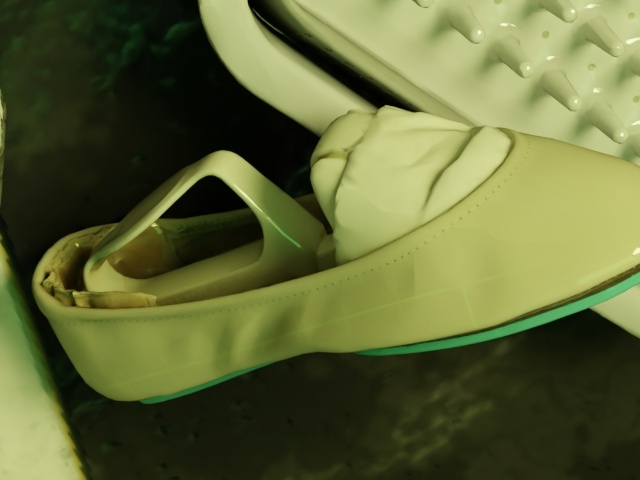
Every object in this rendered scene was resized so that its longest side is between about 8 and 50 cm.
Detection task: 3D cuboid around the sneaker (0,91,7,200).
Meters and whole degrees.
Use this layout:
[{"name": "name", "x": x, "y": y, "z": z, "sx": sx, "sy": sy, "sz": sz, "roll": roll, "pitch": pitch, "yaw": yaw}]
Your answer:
[{"name": "sneaker", "x": -0.204, "y": 0.053, "z": 0.655, "sx": 0.118, "sy": 0.107, "sz": 0.279, "roll": 31, "pitch": 101, "yaw": -21}]

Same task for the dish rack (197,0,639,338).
[{"name": "dish rack", "x": 0.137, "y": -0.149, "z": 0.682, "sx": 0.285, "sy": 0.072, "sz": 0.333, "roll": 31, "pitch": 102, "yaw": -27}]

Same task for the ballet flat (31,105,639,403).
[{"name": "ballet flat", "x": 0.000, "y": 0.000, "z": 0.646, "sx": 0.248, "sy": 0.086, "sz": 0.086, "roll": -17, "pitch": 125, "yaw": 34}]
